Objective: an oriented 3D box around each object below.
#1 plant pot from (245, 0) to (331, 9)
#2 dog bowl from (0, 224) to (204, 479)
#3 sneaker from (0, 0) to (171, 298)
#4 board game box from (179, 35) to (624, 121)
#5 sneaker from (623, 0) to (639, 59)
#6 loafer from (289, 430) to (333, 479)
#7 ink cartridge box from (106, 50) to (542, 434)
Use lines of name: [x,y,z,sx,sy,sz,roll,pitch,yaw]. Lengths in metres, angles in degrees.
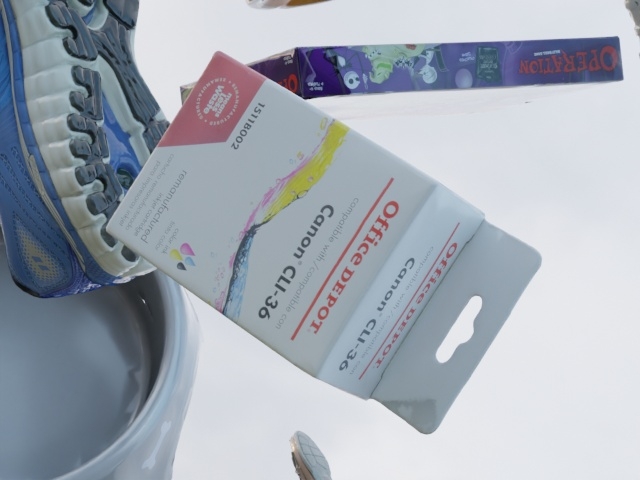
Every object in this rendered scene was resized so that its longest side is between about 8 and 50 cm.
plant pot: [-0.024,-0.322,1.550,0.205,0.205,0.188,-12,-93,47]
dog bowl: [-0.263,0.091,1.355,0.348,0.349,0.102,29,-27,10]
sneaker: [-0.194,-0.115,1.071,0.147,0.330,0.129,-27,-23,34]
board game box: [0.074,-0.140,1.482,0.208,0.346,0.056,-1,-85,58]
sneaker: [0.250,-0.160,1.194,0.169,0.108,0.293,25,-66,22]
loafer: [-0.008,0.266,1.825,0.045,0.039,0.125,24,25,-47]
ink cartridge box: [0.000,0.000,0.841,0.198,0.115,0.067,32,2,31]
